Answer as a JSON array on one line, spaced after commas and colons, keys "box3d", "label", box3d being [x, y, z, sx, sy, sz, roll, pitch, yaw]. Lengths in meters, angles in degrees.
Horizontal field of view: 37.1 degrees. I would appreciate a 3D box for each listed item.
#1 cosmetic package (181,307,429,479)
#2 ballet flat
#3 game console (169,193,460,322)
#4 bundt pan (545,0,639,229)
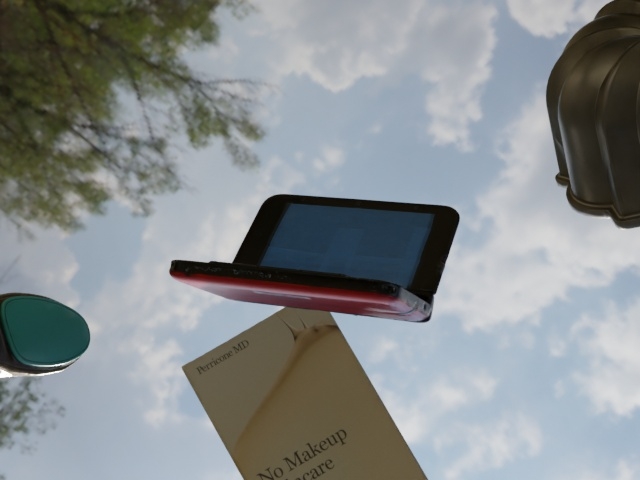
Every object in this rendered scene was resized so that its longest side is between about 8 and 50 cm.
[{"box3d": [0.006, 0.221, 0.960, 0.160, 0.309, 0.113, -31, 175, -5], "label": "cosmetic package"}, {"box3d": [-0.271, 0.080, 0.758, 0.067, 0.206, 0.073, -20, -104, 22], "label": "ballet flat"}, {"box3d": [0.000, 0.000, 0.590, 0.144, 0.124, 0.085, 5, -101, 22], "label": "game console"}, {"box3d": [0.331, -0.146, 0.763, 0.331, 0.124, 0.331, -23, -158, 10], "label": "bundt pan"}]
